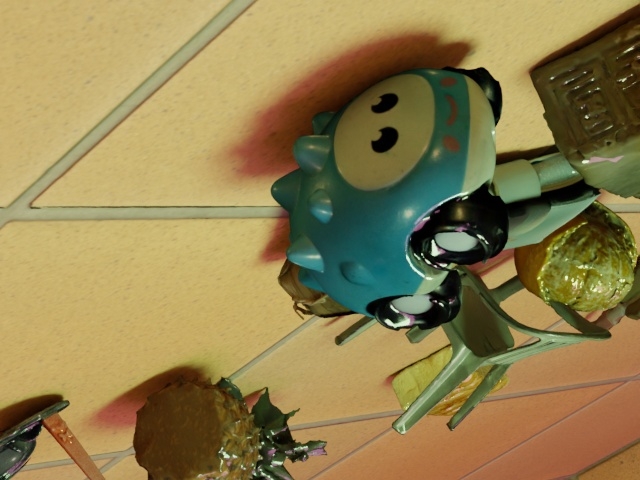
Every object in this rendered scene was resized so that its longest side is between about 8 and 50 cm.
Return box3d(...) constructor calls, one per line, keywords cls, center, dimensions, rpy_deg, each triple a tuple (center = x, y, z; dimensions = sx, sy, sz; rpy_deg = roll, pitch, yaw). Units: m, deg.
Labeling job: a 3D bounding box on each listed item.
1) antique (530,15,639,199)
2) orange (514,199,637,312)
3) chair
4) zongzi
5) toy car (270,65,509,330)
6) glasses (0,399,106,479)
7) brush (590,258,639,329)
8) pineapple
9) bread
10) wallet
box3d(cls="antique", center=(0.330, -0.118, 1.711), dimensions=(0.150, 0.125, 0.284), rpy_deg=(-25, 163, 17))
box3d(cls="orange", center=(0.311, 0.018, 2.051), dimensions=(0.156, 0.156, 0.134), rpy_deg=(-3, 111, -47))
box3d(cls="chair", center=(0.200, 0.120, 2.118), dimensions=(0.274, 0.191, 0.203), rpy_deg=(-42, 156, 29))
box3d(cls="zongzi", center=(0.000, 0.000, 1.738), dimensions=(0.197, 0.099, 0.194), rpy_deg=(38, 150, -27))
box3d(cls="toy car", center=(0.056, -0.043, 1.516), dimensions=(0.190, 0.188, 0.255), rpy_deg=(12, 147, -14))
box3d(cls="glasses", center=(-0.296, 0.330, 2.006), dimensions=(0.118, 0.268, 0.234), rpy_deg=(-33, 169, -39))
box3d(cls="brush", center=(0.460, 0.098, 2.565), dimensions=(0.071, 0.084, 0.301), rpy_deg=(-17, 167, -21))
box3d(cls="pineapple", center=(-0.114, 0.262, 2.193), dimensions=(0.165, 0.166, 0.364), rpy_deg=(-28, 164, 13))
box3d(cls="bread", center=(0.201, 0.216, 2.580), dimensions=(0.125, 0.068, 0.188), rpy_deg=(-30, 161, 18))
box3d(cls="wallet", center=(0.172, -0.024, 1.869), dimensions=(0.250, 0.075, 0.176), rpy_deg=(-12, 162, -34))
